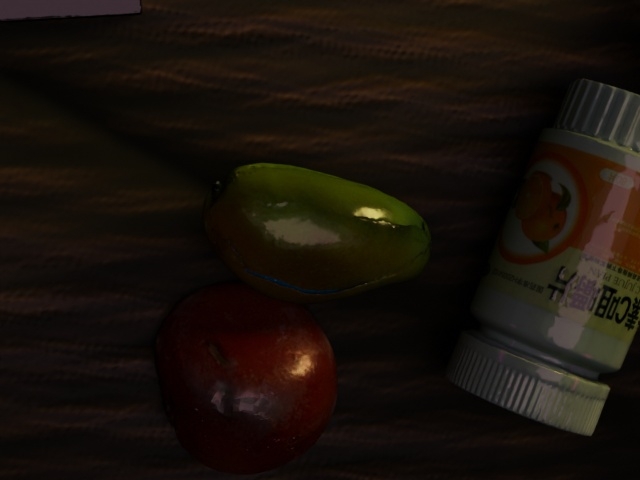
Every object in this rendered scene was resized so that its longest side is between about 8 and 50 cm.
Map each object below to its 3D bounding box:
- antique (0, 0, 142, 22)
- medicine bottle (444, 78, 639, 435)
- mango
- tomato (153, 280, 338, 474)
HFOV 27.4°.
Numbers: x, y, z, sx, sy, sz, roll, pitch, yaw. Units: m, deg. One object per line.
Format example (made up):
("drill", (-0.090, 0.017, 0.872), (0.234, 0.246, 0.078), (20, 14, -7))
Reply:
("antique", (-0.261, -0.217, 1.205), (0.192, 0.015, 0.031), (-5, 99, -11))
("medicine bottle", (0.249, 0.014, 1.268), (0.158, 0.158, 0.318), (21, 91, -14))
("mango", (0.000, 0.000, 1.239), (0.233, 0.111, 0.125), (15, 125, -22))
("tomato", (-0.065, 0.135, 1.245), (0.173, 0.099, 0.189), (-15, 98, -8))
